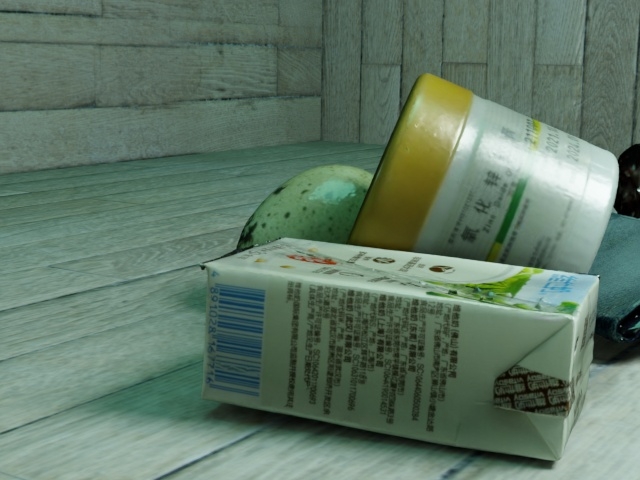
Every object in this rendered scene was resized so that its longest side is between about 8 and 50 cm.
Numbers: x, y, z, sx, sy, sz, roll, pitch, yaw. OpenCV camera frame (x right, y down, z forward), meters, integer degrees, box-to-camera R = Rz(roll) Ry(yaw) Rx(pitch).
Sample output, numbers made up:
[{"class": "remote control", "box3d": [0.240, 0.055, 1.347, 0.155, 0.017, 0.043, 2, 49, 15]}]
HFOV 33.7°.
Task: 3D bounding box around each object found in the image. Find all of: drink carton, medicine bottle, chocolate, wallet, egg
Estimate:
[{"class": "drink carton", "box3d": [0.071, 0.086, 0.943, 0.324, 0.132, 0.194, 6, 11, 20]}, {"class": "medicine bottle", "box3d": [0.165, -0.029, 1.132, 0.231, 0.238, 0.238, 22, 11, 1]}, {"class": "chocolate", "box3d": [0.608, -0.042, 1.815, 0.224, 0.206, 0.177, -5, 51, 26]}, {"class": "wallet", "box3d": [0.319, 0.031, 1.267, 0.190, 0.046, 0.379, -36, 16, -11]}, {"class": "egg", "box3d": [0.000, 0.000, 1.314, 0.228, 0.177, 0.177, -21, 19, -26]}]
